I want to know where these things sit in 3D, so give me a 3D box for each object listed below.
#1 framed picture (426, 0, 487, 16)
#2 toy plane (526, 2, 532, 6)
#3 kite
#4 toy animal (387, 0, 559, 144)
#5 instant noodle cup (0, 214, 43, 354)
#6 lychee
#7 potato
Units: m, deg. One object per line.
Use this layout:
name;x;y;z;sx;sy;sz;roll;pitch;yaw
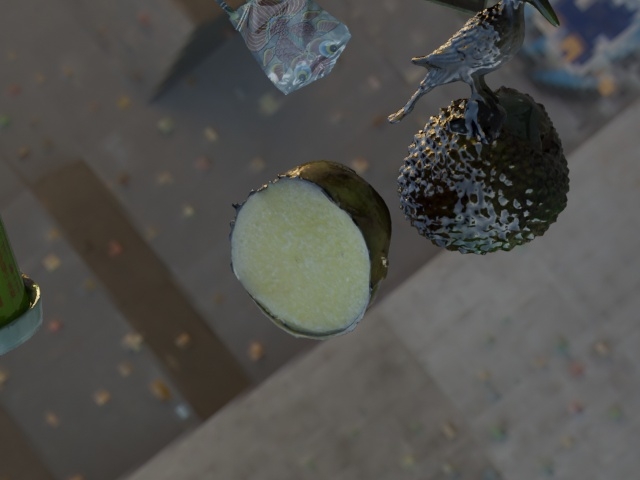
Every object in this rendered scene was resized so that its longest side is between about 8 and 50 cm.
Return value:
framed picture;0.115;-0.347;2.141;0.231;0.173;0.010;12;-178;-40
toy plane;0.123;-0.283;1.695;0.229;0.092;0.244;16;159;23
kite;-0.077;-0.260;2.181;0.229;0.127;0.016;41;-143;-4
toy animal;0.139;-0.164;1.681;0.105;0.202;0.070;34;-153;14
instant noodle cup;-0.440;-0.041;1.924;0.294;0.294;0.307;-102;2;-69
lychee;0.153;-0.058;1.865;0.171;0.171;0.171;48;-170;-12
potato;0.000;0.000;1.831;0.164;0.200;0.081;44;-131;8
